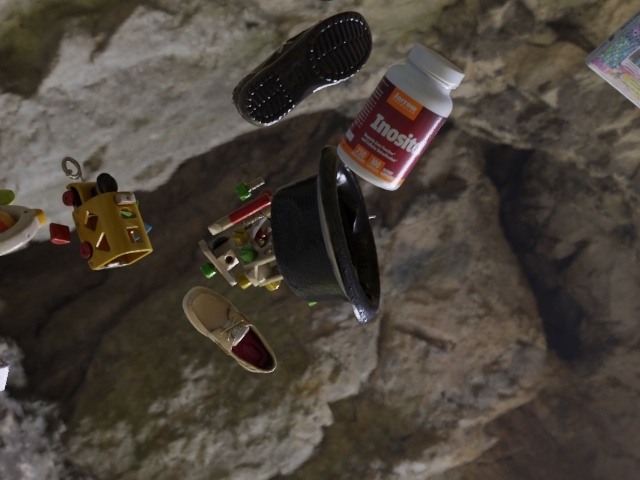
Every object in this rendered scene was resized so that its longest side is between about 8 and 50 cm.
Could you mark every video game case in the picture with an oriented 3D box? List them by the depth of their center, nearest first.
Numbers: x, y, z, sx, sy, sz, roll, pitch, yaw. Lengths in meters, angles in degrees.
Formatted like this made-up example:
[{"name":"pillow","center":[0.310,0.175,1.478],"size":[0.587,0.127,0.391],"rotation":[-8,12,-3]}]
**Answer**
[{"name":"video game case","center":[0.453,-0.245,1.159],"size":[0.143,0.157,0.019],"rotation":[-44,-147,30]}]

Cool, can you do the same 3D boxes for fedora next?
[{"name":"fedora","center":[0.000,0.000,1.614],"size":[0.334,0.152,0.334],"rotation":[-12,90,-76]}]

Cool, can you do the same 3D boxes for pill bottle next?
[{"name":"pill bottle","center":[0.091,-0.139,0.981],"size":[0.152,0.086,0.086],"rotation":[-57,-135,18]}]

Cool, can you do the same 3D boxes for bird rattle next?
[{"name":"bird rattle","center":[-0.614,-0.019,1.569],"size":[0.207,0.253,0.143],"rotation":[1,-69,23]}]

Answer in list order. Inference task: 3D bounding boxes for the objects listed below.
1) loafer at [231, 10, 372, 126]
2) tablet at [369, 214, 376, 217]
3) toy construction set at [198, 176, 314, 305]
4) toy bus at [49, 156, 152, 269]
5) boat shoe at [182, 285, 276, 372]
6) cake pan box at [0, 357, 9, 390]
[{"name":"loafer","center":[-0.048,-0.365,1.810],"size":[0.130,0.366,0.134],"rotation":[17,-45,52]},{"name":"tablet","center":[0.074,-0.048,1.918],"size":[0.083,0.054,0.006],"rotation":[-2,-85,48]},{"name":"toy construction set","center":[-0.167,0.017,1.899],"size":[0.257,0.237,0.309],"rotation":[64,5,31]},{"name":"toy bus","center":[-0.373,-0.050,1.554],"size":[0.202,0.104,0.191],"rotation":[43,38,-30]},{"name":"boat shoe","center":[-0.120,0.126,1.230],"size":[0.170,0.063,0.059],"rotation":[45,-18,-29]},{"name":"cake pan box","center":[-0.749,0.220,1.615],"size":[0.245,0.267,0.070],"rotation":[30,-68,25]}]
